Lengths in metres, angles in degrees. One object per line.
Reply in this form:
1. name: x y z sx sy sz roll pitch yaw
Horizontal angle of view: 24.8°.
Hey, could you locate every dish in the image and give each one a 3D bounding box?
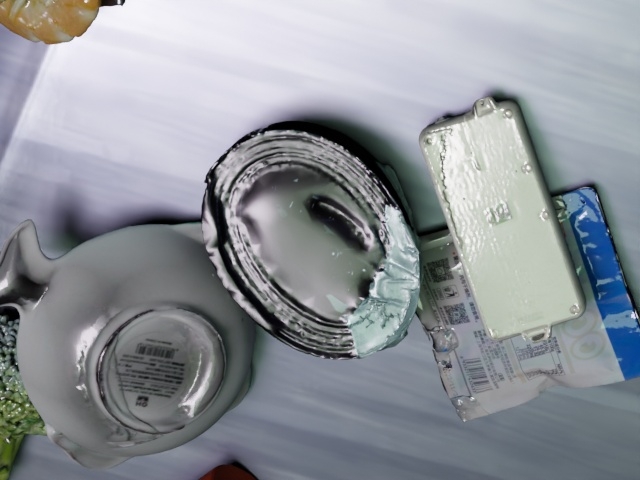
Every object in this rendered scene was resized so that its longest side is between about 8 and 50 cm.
1. dish: -0.145 0.083 1.137 0.246 0.078 0.224 31 92 -26

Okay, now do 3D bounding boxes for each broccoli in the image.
1. broccoli: -0.267 0.154 1.238 0.118 0.122 0.204 33 129 9

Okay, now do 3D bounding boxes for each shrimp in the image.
1. shrimp: -0.242 -0.201 1.073 0.184 0.043 0.091 24 124 16

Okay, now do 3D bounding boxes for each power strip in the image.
1. power strip: 0.139 -0.014 1.112 0.081 0.035 0.192 -18 98 14

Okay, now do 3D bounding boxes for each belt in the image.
1. belt: 0.000 0.000 1.120 0.151 0.078 0.198 -36 96 9

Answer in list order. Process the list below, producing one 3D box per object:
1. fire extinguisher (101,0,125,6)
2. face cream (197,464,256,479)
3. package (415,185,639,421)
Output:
1. fire extinguisher: -0.171 -0.249 1.062 0.064 0.043 0.158 17 122 38
2. face cream: -0.138 0.290 1.271 0.214 0.096 0.096 -39 104 21
3. package: 0.163 0.055 1.163 0.173 0.027 0.171 -17 107 15
